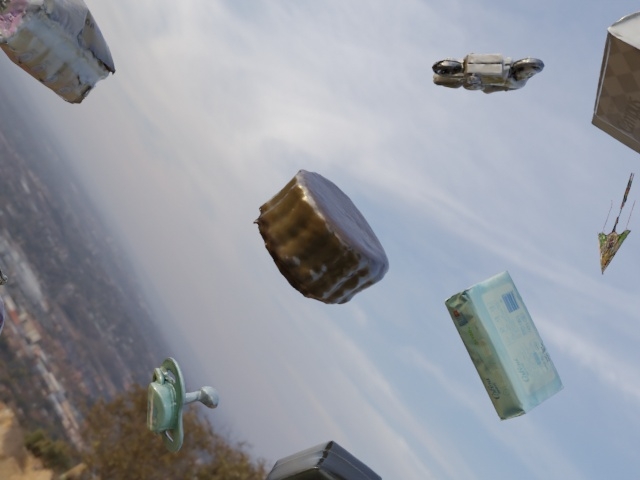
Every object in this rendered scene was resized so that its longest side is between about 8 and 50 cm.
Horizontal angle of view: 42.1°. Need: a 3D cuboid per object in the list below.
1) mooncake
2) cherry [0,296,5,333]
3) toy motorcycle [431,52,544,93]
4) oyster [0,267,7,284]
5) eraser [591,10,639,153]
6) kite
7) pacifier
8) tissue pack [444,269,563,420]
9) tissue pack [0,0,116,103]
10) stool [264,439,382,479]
[{"bbox_3d":[0.001,0.000,1.947,0.324,0.187,0.324,46,14,-15],"label":"mooncake"},{"bbox_3d":[-0.634,0.139,1.359,0.192,0.249,0.175,60,17,17],"label":"cherry"},{"bbox_3d":[0.346,-0.345,1.724,0.151,0.228,0.074,27,63,-75],"label":"toy motorcycle"},{"bbox_3d":[-0.769,0.070,1.869,0.053,0.108,0.166,46,-24,39],"label":"oyster"},{"bbox_3d":[0.599,-0.254,1.468,0.213,0.082,0.397,37,-3,19],"label":"eraser"},{"bbox_3d":[0.683,-0.039,1.921,0.198,0.006,0.244,-115,-139,-87],"label":"kite"},{"bbox_3d":[-0.219,0.256,1.320,0.127,0.116,0.150,9,-79,57],"label":"pacifier"},{"bbox_3d":[0.364,0.206,1.656,0.089,0.177,0.263,-30,-99,43],"label":"tissue pack"},{"bbox_3d":[-0.402,-0.331,1.163,0.215,0.123,0.257,57,-2,11],"label":"tissue pack"},{"bbox_3d":[-0.001,0.482,1.476,0.232,0.232,0.141,61,14,-4],"label":"stool"}]
